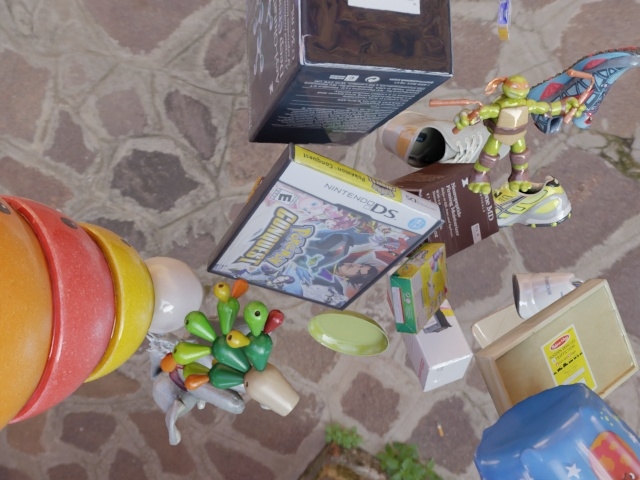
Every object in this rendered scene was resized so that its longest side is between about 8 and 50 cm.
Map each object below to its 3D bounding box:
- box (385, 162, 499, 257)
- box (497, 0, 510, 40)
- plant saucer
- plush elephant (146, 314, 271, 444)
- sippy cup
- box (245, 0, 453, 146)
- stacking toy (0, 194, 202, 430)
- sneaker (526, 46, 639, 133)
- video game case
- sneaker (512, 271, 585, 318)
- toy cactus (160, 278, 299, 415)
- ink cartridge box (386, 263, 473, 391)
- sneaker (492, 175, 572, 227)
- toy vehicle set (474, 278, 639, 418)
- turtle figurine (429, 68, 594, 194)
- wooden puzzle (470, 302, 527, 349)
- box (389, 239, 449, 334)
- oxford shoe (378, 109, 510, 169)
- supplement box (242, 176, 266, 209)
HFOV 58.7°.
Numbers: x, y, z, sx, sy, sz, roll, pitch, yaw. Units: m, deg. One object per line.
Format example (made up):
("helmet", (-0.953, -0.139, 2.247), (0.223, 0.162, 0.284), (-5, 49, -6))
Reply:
("box", (0.260, -0.069, 1.280), (0.203, 0.167, 0.169), (-23, 107, -26))
("box", (0.473, -0.575, 1.459), (0.028, 0.136, 0.081), (5, 92, 22))
("plant saucer", (0.083, 0.262, 1.649), (0.240, 0.037, 0.241), (12, 145, 9))
("plush elephant", (-0.282, 0.323, 1.339), (0.329, 0.272, 0.255), (13, 126, -32))
("sippy cup", (0.307, 0.302, 0.663), (0.240, 0.305, 0.224), (-32, 82, -15))
("box", (0.016, -0.336, 0.888), (0.211, 0.395, 0.294), (-1, 85, -16))
("stacking toy", (-0.342, 0.077, 0.730), (0.350, 0.479, 0.351), (0, 90, 30))
("sneaker", (0.536, -0.290, 1.135), (0.104, 0.261, 0.125), (-13, 85, -26))
("video game case", (0.000, 0.000, 0.836), (0.248, 0.035, 0.275), (19, 137, -25))
("sneaker", (0.499, 0.130, 1.184), (0.129, 0.297, 0.111), (-14, 71, 32))
("toy cactus", (-0.103, 0.153, 0.743), (0.180, 0.112, 0.219), (43, 121, -6))
("ink cartridge box", (0.293, 0.235, 1.592), (0.131, 0.226, 0.306), (-19, 61, -4))
("sneaker", (0.593, -0.128, 1.818), (0.384, 0.145, 0.147), (-5, 118, 36))
("toy vehicle set", (0.376, 0.191, 0.887), (0.266, 0.035, 0.166), (-25, 97, -23))
("turtle figurine", (0.293, -0.181, 0.928), (0.269, 0.087, 0.218), (-11, 132, -8))
("wooden puzzle", (0.578, 0.261, 1.642), (0.238, 0.044, 0.221), (-32, 116, 12))
("box", (0.178, 0.073, 0.979), (0.043, 0.179, 0.105), (3, 112, 34))
("oxford shoe", (0.361, -0.255, 1.542), (0.448, 0.130, 0.169), (1, 125, -32))
("supplement box", (-0.098, -0.045, 1.384), (0.129, 0.194, 0.192), (32, 76, -32))
